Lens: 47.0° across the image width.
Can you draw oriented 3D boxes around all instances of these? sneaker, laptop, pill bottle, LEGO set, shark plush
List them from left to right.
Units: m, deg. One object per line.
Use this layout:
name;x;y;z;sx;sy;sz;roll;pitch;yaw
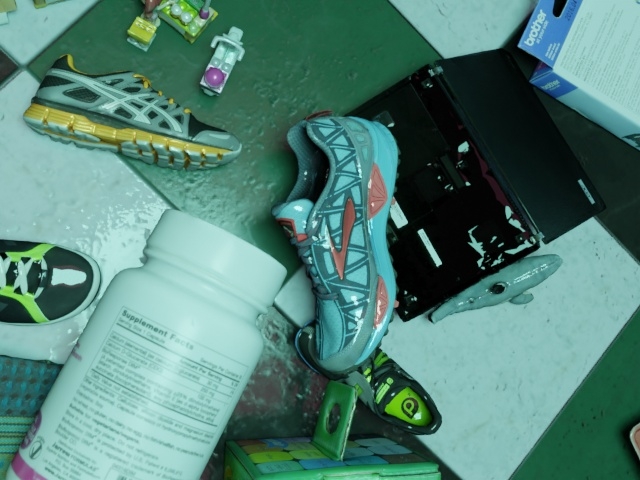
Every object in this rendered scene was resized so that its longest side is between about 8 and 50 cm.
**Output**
sneaker;-0.327;0.037;0.683;0.235;0.097;0.084;5;85;-15
LEGO set;-0.208;-0.252;0.731;0.287;0.107;0.132;16;82;-13
sneaker;-0.182;-0.127;0.744;0.215;0.084;0.083;14;78;-13
pill bottle;-0.152;0.124;0.691;0.160;0.160;0.283;29;79;-11
sneaker;0.000;0.000;0.726;0.125;0.104;0.261;10;75;-34
sneaker;0.058;0.144;0.788;0.188;0.078;0.067;38;78;-7
laptop;0.158;-0.073;0.844;0.264;0.136;0.234;-31;82;10
shark plush;0.192;0.048;0.837;0.161;0.067;0.073;-10;89;-16

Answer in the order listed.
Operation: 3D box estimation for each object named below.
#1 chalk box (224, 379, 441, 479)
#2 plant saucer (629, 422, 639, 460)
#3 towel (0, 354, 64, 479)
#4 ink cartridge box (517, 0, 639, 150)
chalk box;0.003;0.285;0.713;0.179;0.180;0.288;0;85;-15
plant saucer;0.519;0.286;0.919;0.259;0.048;0.258;-26;93;-16
towel;-0.370;0.267;0.610;0.271;0.040;0.369;27;74;-55
ink cartridge box;0.391;-0.228;0.914;0.311;0.065;0.185;28;79;-14
